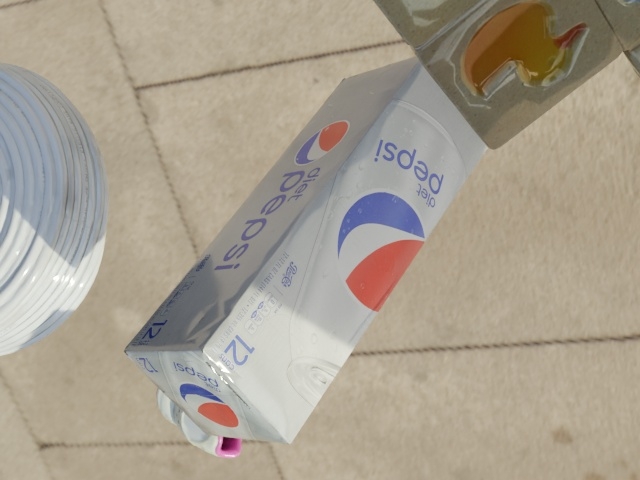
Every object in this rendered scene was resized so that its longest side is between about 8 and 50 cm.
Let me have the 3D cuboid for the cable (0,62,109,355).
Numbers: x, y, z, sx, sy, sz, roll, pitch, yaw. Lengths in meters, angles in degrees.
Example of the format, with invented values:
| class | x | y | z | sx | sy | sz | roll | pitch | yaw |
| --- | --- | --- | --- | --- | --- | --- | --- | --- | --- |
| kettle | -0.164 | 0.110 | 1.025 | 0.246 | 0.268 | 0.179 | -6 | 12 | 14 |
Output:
| class | x | y | z | sx | sy | sz | roll | pitch | yaw |
| --- | --- | --- | --- | --- | --- | --- | --- | --- | --- |
| cable | -0.302 | -0.029 | 0.946 | 0.257 | 0.089 | 0.257 | 11 | 83 | 21 |

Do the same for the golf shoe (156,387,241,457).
| class | x | y | z | sx | sy | sz | roll | pitch | yaw |
| --- | --- | --- | --- | --- | --- | --- | --- | --- | --- |
| golf shoe | -0.054 | 0.128 | 1.335 | 0.306 | 0.140 | 0.115 | -49 | 134 | 2 |

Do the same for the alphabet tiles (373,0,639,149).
| class | x | y | z | sx | sy | sz | roll | pitch | yaw |
| --- | --- | --- | --- | --- | --- | --- | --- | --- | --- |
| alphabet tiles | 0.109 | -0.177 | 0.302 | 0.285 | 0.011 | 0.342 | -38 | 131 | 10 |

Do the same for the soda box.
| class | x | y | z | sx | sy | sz | roll | pitch | yaw |
| --- | --- | --- | --- | --- | --- | --- | --- | --- | --- |
| soda box | 0.000 | 0.000 | 0.775 | 0.098 | 0.286 | 0.091 | -8 | 128 | 50 |
